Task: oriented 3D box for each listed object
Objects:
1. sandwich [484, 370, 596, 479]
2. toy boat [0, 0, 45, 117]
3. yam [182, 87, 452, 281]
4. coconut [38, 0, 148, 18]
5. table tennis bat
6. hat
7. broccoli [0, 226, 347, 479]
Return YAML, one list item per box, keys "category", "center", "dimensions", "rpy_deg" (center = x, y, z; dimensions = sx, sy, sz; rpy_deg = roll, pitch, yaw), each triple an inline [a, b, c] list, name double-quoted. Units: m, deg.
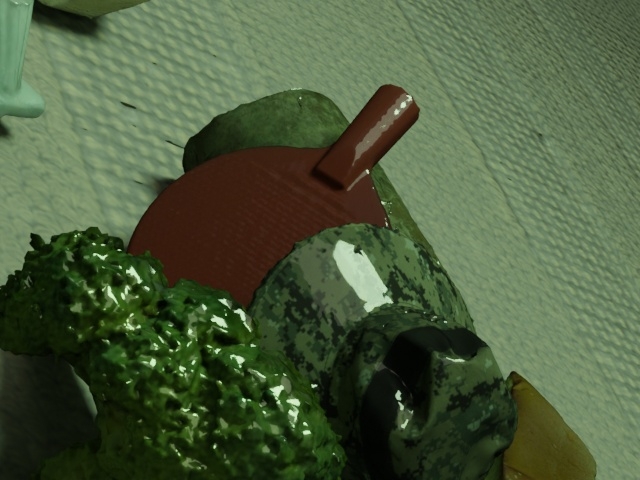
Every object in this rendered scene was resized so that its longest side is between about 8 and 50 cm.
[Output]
- category: "sandwich"
  center: [0.167, 0.205, 1.441]
  dimensions: [0.096, 0.094, 0.258]
  rpy_deg: [42, 23, -4]
- category: "toy boat"
  center: [-0.312, -0.219, 1.349]
  dimensions: [0.290, 0.100, 0.199]
  rpy_deg: [52, 26, 20]
- category: "yam"
  center: [0.000, 0.000, 1.432]
  dimensions: [0.161, 0.161, 0.268]
  rpy_deg: [14, 36, -49]
- category: "coconut"
  center: [-0.206, -0.286, 1.556]
  dimensions: [0.162, 0.161, 0.161]
  rpy_deg: [6, 45, -56]
- category: "table tennis bat"
  center: [-0.023, -0.009, 1.320]
  dimensions: [0.200, 0.038, 0.310]
  rpy_deg: [33, 62, 15]
- category: "hat"
  center: [0.065, 0.122, 1.218]
  dimensions: [0.265, 0.266, 0.128]
  rpy_deg: [26, -11, -36]
- category: "broccoli"
  center: [-0.128, 0.106, 1.059]
  dimensions: [0.302, 0.186, 0.254]
  rpy_deg: [34, -17, 21]
